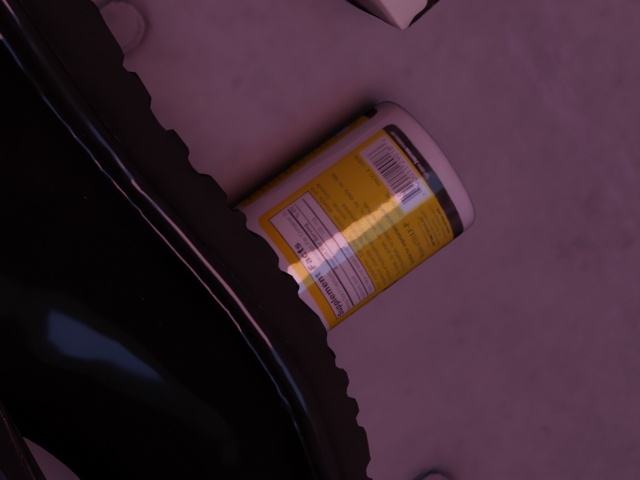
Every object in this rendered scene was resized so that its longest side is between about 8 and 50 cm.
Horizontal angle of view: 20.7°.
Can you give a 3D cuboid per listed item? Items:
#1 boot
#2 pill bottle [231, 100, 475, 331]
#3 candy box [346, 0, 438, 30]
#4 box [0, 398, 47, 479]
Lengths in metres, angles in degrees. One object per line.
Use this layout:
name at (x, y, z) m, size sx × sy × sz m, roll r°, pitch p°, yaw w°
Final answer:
boot at (-0.154, 0.053, 0.594) m, size 0.260 × 0.131 × 0.348 m, roll -45°, pitch 113°, yaw -31°
pill bottle at (0.000, 0.000, 0.718) m, size 0.116 × 0.065 × 0.065 m, roll -35°, pitch 119°, yaw -6°
candy box at (0.062, -0.216, 0.656) m, size 0.233 × 0.071 × 0.159 m, roll -41°, pitch 118°, yaw -4°
box at (-0.129, 0.149, 0.543) m, size 0.147 × 0.077 × 0.180 m, roll -27°, pitch 135°, yaw -10°
